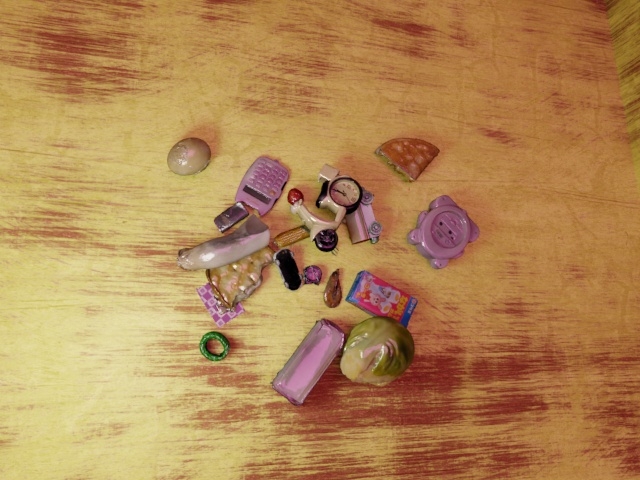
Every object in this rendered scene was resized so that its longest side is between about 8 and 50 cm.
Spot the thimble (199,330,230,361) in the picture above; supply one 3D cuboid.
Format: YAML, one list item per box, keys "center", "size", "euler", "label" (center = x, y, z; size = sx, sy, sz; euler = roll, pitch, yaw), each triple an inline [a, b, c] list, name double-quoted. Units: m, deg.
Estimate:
- center: [-0.443, 0.445, 1.738]
  size: [0.129, 0.090, 0.118]
  euler: [18, 77, -8]
  label: "thimble"

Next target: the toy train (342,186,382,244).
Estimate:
- center: [0.191, -0.113, 2.007]
  size: [0.176, 0.116, 0.286]
  euler: [-15, 83, -3]
  label: "toy train"

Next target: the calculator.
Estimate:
- center: [-0.272, -0.264, 1.962]
  size: [0.194, 0.043, 0.294]
  euler: [29, 70, -5]
  label: "calculator"

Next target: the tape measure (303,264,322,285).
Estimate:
- center: [-0.036, 0.162, 1.914]
  size: [0.091, 0.054, 0.095]
  euler: [5, 83, -14]
  label: "tape measure"

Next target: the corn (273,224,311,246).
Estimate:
- center: [-0.122, -0.022, 1.926]
  size: [0.207, 0.068, 0.068]
  euler: [-20, 83, -16]
  label: "corn"

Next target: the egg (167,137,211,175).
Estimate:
- center: [-0.584, -0.371, 1.847]
  size: [0.201, 0.164, 0.164]
  euler: [-34, 87, -16]
  label: "egg"

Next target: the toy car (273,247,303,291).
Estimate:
- center: [-0.146, 0.134, 1.874]
  size: [0.095, 0.056, 0.205]
  euler: [-30, 112, -29]
  label: "toy car"

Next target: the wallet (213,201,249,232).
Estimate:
- center: [-0.406, -0.107, 1.881]
  size: [0.156, 0.018, 0.082]
  euler: [-33, 94, -2]
  label: "wallet"

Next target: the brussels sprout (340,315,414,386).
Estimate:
- center: [0.256, 0.487, 1.788]
  size: [0.343, 0.268, 0.345]
  euler: [-1, 93, -34]
  label: "brussels sprout"

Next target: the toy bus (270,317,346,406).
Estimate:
- center: [-0.033, 0.516, 1.782]
  size: [0.171, 0.162, 0.386]
  euler: [38, 72, -2]
  label: "toy bus"

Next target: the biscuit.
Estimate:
- center: [-0.338, 0.123, 1.833]
  size: [0.334, 0.078, 0.330]
  euler: [-12, 73, -18]
  label: "biscuit"

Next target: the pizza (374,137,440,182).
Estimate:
- center: [0.455, -0.460, 2.150]
  size: [0.258, 0.087, 0.268]
  euler: [43, 71, 3]
  label: "pizza"

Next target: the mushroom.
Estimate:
- center: [-0.407, 0.029, 1.754]
  size: [0.396, 0.126, 0.177]
  euler: [-27, 46, -23]
  label: "mushroom"

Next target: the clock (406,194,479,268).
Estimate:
- center: [0.610, -0.037, 2.080]
  size: [0.295, 0.113, 0.322]
  euler: [46, 74, 0]
  label: "clock"

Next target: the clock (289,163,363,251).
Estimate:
- center: [0.025, -0.153, 1.894]
  size: [0.276, 0.120, 0.379]
  euler: [31, 67, 7]
  label: "clock"

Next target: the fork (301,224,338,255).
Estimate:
- center: [0.001, 0.000, 1.935]
  size: [0.235, 0.021, 0.039]
  euler: [37, 68, -24]
  label: "fork"

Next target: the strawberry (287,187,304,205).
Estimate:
- center: [-0.119, -0.208, 1.966]
  size: [0.083, 0.083, 0.096]
  euler: [-20, 51, -16]
  label: "strawberry"

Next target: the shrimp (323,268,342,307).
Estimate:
- center: [0.062, 0.222, 1.934]
  size: [0.101, 0.042, 0.191]
  euler: [20, 73, -30]
  label: "shrimp"

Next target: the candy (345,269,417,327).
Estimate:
- center: [0.286, 0.282, 1.942]
  size: [0.305, 0.100, 0.157]
  euler: [29, 72, -5]
  label: "candy"

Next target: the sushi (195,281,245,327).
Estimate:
- center: [-0.438, 0.259, 1.810]
  size: [0.139, 0.031, 0.201]
  euler: [-32, 87, -17]
  label: "sushi"
